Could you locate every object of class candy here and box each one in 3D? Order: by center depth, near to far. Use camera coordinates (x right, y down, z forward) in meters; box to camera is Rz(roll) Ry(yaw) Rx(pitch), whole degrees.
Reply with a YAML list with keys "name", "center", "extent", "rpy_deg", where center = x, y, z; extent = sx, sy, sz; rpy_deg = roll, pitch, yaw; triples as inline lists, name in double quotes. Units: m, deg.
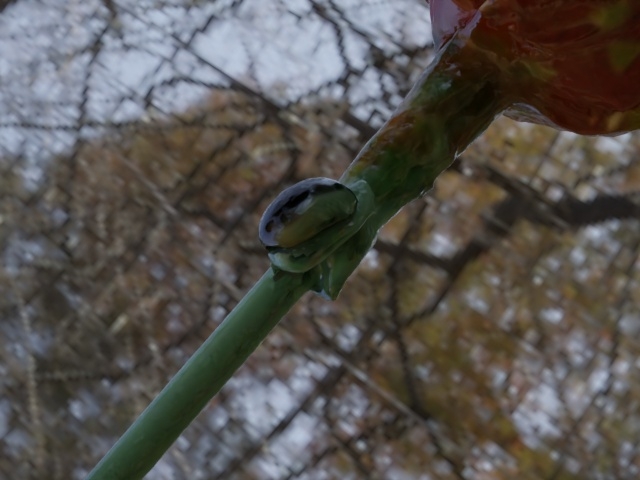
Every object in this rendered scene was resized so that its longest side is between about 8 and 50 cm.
- name: "candy"
  center: [-0.001, -0.001, 0.423]
  extent: [0.288, 0.084, 0.078]
  rpy_deg: [-47, -37, -18]
